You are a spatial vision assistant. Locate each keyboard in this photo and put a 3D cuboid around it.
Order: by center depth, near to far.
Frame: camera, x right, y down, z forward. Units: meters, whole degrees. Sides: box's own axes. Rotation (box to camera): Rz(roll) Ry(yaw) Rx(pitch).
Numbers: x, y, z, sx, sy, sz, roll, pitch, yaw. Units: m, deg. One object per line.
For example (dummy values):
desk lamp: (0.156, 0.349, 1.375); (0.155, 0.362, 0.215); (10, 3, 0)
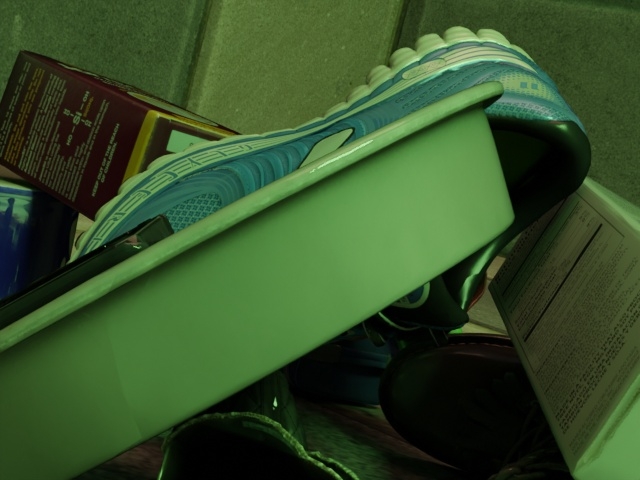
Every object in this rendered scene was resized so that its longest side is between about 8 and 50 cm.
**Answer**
keyboard: (-0.145, 0.041, 0.591); (0.180, 0.023, 0.108); (-28, 6, 5)

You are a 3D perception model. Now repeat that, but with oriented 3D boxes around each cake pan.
cake pan: (-0.045, 0.029, 0.549); (0.293, 0.054, 0.293); (-29, 0, 0)

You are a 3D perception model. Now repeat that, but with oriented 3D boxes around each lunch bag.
lunch bag: (0.015, 0.082, 0.986); (0.098, 0.067, 0.065); (13, 5, -29)

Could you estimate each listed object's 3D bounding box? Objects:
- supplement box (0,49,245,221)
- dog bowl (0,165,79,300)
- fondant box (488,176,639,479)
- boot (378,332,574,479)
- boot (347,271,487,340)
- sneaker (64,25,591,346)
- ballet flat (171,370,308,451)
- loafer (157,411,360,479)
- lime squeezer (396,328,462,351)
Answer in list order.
supplement box: (-0.129, -0.058, 0.902); (0.104, 0.080, 0.188); (15, 8, -43)
dog bowl: (-0.306, -0.015, 0.952); (0.265, 0.104, 0.265); (14, 5, -1)
fondant box: (0.221, 0.080, 0.666); (0.238, 0.096, 0.330); (30, 11, -4)
boot: (0.128, 0.119, 0.730); (0.263, 0.091, 0.229); (18, 5, 19)
boot: (-0.001, 0.045, 0.857); (0.152, 0.073, 0.197); (3, 26, 41)
sneaker: (0.000, 0.000, 0.737); (0.129, 0.330, 0.147); (60, -4, -30)
ballet flat: (-0.038, 0.092, 0.675); (0.058, 0.049, 0.173); (8, -10, -15)
loafer: (-0.014, 0.105, 0.470); (0.094, 0.087, 0.251); (14, 5, 4)
lime squeezer: (0.108, 0.070, 0.971); (0.310, 0.110, 0.059); (43, -18, -21)
